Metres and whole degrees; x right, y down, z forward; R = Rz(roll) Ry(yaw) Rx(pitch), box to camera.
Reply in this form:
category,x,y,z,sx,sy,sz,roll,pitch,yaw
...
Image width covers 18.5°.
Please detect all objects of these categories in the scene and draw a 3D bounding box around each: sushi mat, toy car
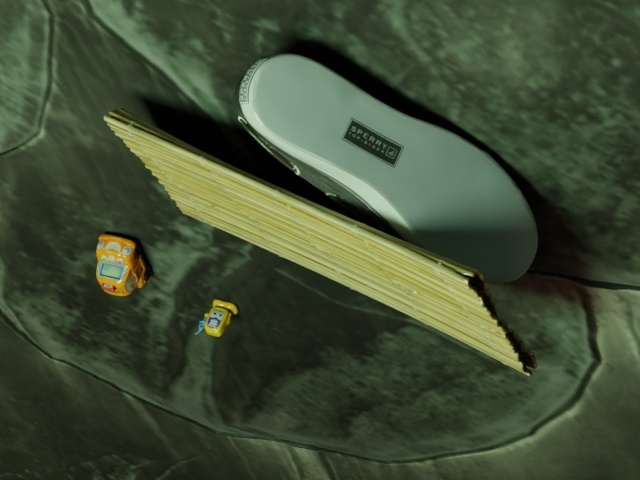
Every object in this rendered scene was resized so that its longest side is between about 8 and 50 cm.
category,x,y,z,sx,sy,sz,roll,pitch,yaw
sushi mat,0.000,0.000,1.346,0.316,0.019,0.151,25,163,30
toy car,-0.128,0.039,1.575,0.122,0.040,0.060,22,150,6

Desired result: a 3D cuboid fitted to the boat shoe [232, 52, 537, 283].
category,x,y,z,sx,sy,sz,roll,pitch,yaw
boat shoe,0.038,-0.045,1.292,0.228,0.080,0.076,29,170,-16
